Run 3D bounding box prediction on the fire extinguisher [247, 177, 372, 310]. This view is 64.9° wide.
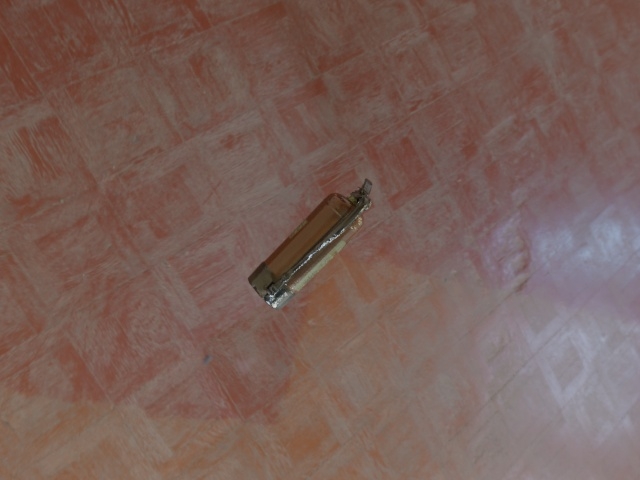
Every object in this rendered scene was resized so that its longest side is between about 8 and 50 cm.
[{"bbox_3d":[0.006,0.006,1.157,0.376,0.200,0.113,-46,119,1],"label":"fire extinguisher"}]
